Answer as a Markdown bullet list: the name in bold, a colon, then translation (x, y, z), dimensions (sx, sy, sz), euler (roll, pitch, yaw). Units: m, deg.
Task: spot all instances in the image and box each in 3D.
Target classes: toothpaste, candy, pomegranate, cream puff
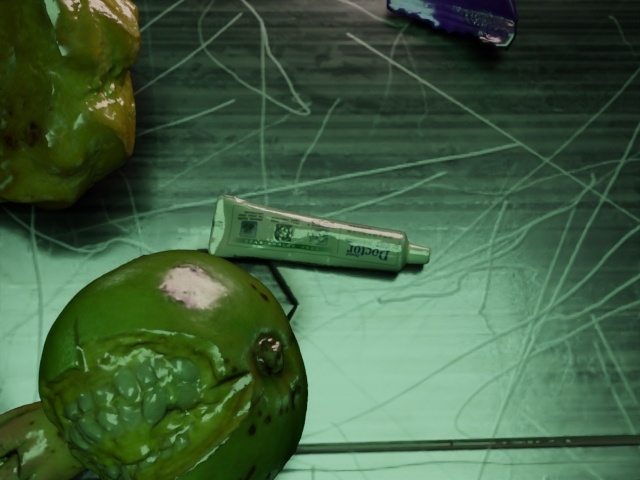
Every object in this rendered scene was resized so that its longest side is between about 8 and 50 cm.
- **toothpaste**: translation (0.000, 0.000, 0.948), dimensions (0.218, 0.041, 0.064), euler (8, 78, 3)
- **candy**: translation (0.177, -0.338, 1.047), dimensions (0.145, 0.070, 0.275), euler (18, 75, 11)
- **pomegranate**: translation (-0.157, 0.141, 0.816), dimensions (0.302, 0.236, 0.236), euler (-27, 75, 16)
- **cream puff**: translation (-0.274, -0.159, 0.920), dimensions (0.282, 0.185, 0.282), euler (5, 101, 28)
